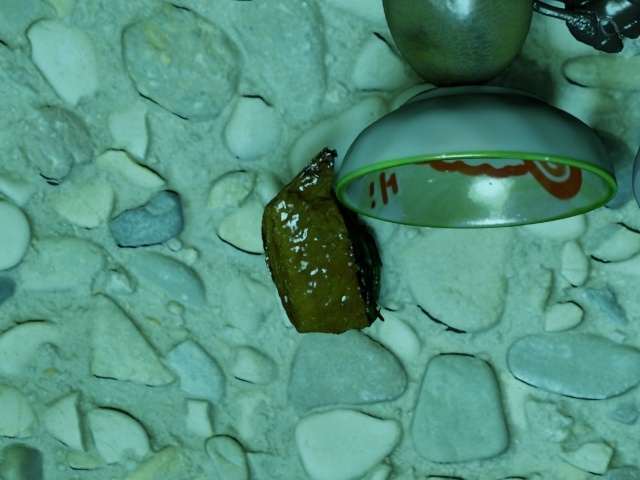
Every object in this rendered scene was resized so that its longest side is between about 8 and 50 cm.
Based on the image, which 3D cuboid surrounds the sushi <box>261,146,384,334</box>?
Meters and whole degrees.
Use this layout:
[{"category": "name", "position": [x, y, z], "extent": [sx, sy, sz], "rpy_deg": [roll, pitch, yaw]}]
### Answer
[{"category": "sushi", "position": [0.000, 0.000, 1.983], "extent": [0.140, 0.149, 0.287], "rpy_deg": [-20, 117, -11]}]

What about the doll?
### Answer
[{"category": "doll", "position": [0.341, -0.266, 1.766], "extent": [0.165, 0.057, 0.139], "rpy_deg": [41, 120, -14]}]

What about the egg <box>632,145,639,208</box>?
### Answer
[{"category": "egg", "position": [0.455, -0.096, 1.756], "extent": [0.232, 0.176, 0.176], "rpy_deg": [-32, 106, 35]}]

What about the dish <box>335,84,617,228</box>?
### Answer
[{"category": "dish", "position": [0.180, -0.110, 1.812], "extent": [0.324, 0.324, 0.124], "rpy_deg": [-5, 76, 20]}]

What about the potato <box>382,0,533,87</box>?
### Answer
[{"category": "potato", "position": [0.152, -0.273, 1.758], "extent": [0.160, 0.177, 0.235], "rpy_deg": [-11, 142, -14]}]
